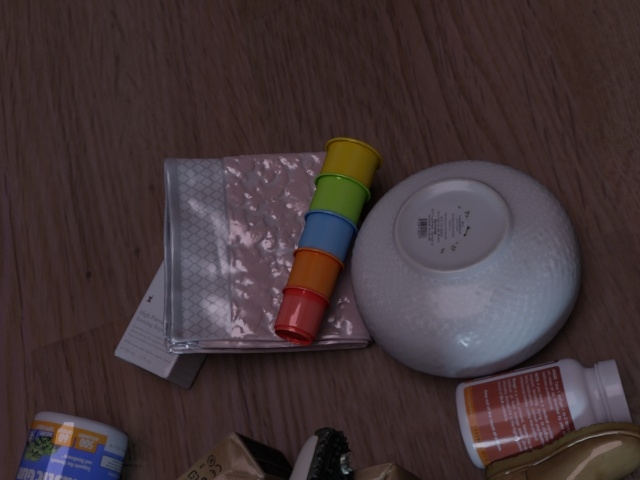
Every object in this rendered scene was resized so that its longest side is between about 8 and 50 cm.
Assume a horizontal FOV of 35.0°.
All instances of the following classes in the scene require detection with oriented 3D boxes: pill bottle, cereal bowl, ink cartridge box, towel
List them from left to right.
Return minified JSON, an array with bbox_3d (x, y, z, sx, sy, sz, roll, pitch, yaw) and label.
[{"bbox_3d":[-0.397,0.408,1.537,0.152,0.152,0.272,4,70,23],"label":"pill bottle"},{"bbox_3d":[-0.152,0.388,1.426,0.235,0.193,0.088,-42,62,1],"label":"ink cartridge box"},{"bbox_3d":[-0.086,0.012,1.577,0.317,0.053,0.331,-2,67,-7],"label":"towel"},{"bbox_3d":[0.198,0.016,1.442,0.339,0.141,0.339,-8,55,12],"label":"cereal bowl"},{"bbox_3d":[0.299,0.227,1.360,0.216,0.121,0.121,-15,64,15],"label":"pill bottle"}]

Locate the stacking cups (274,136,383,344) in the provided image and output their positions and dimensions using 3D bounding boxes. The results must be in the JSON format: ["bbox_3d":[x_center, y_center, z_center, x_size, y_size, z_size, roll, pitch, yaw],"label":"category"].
[{"bbox_3d":[0.000,0.000,1.516,0.096,0.096,0.316,11,66,25],"label":"stacking cups"}]

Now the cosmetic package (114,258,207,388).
[{"bbox_3d":[-0.219,0.110,1.633,0.117,0.085,0.231,19,78,26],"label":"cosmetic package"}]

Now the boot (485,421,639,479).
[{"bbox_3d":[0.316,0.378,1.235,0.236,0.089,0.269,-30,40,27],"label":"boot"}]

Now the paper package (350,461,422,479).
[{"bbox_3d":[0.012,0.411,1.280,0.310,0.325,0.168,-17,64,13],"label":"paper package"}]

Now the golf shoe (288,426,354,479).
[{"bbox_3d":[-0.044,0.329,1.093,0.120,0.105,0.272,6,71,30],"label":"golf shoe"}]
